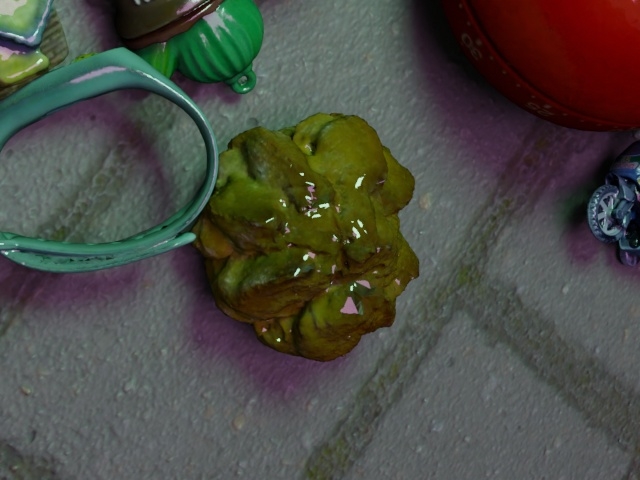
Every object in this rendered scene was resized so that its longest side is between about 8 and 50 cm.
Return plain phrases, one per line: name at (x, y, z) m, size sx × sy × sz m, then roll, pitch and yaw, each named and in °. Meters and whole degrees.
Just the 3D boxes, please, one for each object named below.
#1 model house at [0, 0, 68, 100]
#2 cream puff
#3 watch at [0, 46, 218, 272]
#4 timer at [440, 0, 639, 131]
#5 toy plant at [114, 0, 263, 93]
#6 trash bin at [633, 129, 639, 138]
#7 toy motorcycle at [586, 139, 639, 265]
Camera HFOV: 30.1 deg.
model house at (-0.301, -0.200, 0.960) m, size 0.195 × 0.214 × 0.189 m, roll -37°, pitch 104°, yaw -20°
cream puff at (-0.008, -0.005, 1.176) m, size 0.244 × 0.196 × 0.244 m, roll 11°, pitch 62°, yaw -22°
watch at (-0.212, -0.065, 1.086) m, size 0.237 × 0.068 × 0.195 m, roll -22°, pitch 98°, yaw -5°
timer at (0.306, -0.302, 1.219) m, size 0.378 × 0.279 × 0.377 m, roll 1°, pitch 86°, yaw -14°
toy plant at (-0.131, -0.205, 1.126) m, size 0.143 × 0.105 × 0.200 m, roll -33°, pitch 125°, yaw -5°
trash bin at (0.410, -0.182, 1.401) m, size 0.116 × 0.059 × 0.129 m, roll 6°, pitch 66°, yaw -27°
toy motorcycle at (0.409, -0.038, 1.430) m, size 0.254 × 0.092 × 0.135 m, roll 20°, pitch 78°, yaw -36°
